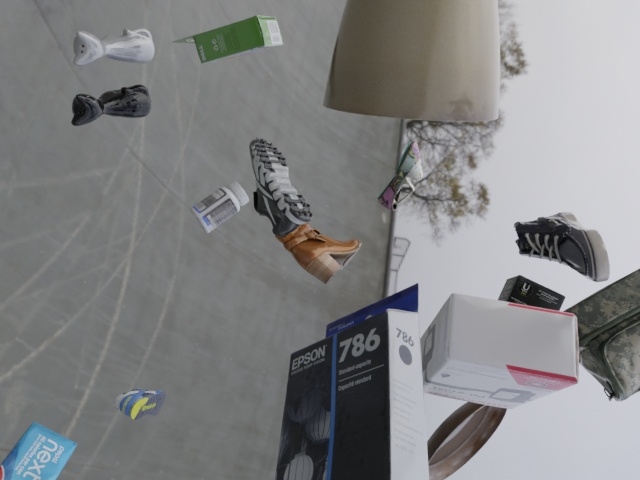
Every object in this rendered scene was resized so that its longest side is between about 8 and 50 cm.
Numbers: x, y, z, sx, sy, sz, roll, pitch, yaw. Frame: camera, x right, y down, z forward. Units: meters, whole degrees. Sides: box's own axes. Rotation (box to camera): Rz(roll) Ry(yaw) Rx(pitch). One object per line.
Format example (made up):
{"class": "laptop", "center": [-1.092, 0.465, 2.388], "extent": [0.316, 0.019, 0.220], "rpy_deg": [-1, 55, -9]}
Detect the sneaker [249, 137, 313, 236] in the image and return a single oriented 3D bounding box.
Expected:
{"class": "sneaker", "center": [-0.105, -0.104, 1.025], "extent": [0.106, 0.078, 0.234], "rpy_deg": [-45, -119, 32]}

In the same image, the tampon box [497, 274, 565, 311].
{"class": "tampon box", "center": [0.493, 0.184, 1.223], "extent": [0.161, 0.121, 0.101], "rpy_deg": [-62, 172, -7]}

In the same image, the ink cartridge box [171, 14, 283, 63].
{"class": "ink cartridge box", "center": [-0.198, -0.423, 1.077], "extent": [0.109, 0.210, 0.062], "rpy_deg": [-52, 131, -63]}

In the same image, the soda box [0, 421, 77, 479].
{"class": "soda box", "center": [-0.402, 0.340, 0.631], "extent": [0.067, 0.071, 0.210], "rpy_deg": [-48, -166, 20]}

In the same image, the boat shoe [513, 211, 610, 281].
{"class": "boat shoe", "center": [0.584, 0.021, 1.246], "extent": [0.340, 0.158, 0.127], "rpy_deg": [-55, 134, -71]}

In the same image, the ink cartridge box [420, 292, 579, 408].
{"class": "ink cartridge box", "center": [0.251, 0.177, 0.760], "extent": [0.237, 0.172, 0.100], "rpy_deg": [91, 10, -64]}

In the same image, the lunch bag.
{"class": "lunch bag", "center": [0.823, 0.249, 1.317], "extent": [0.256, 0.305, 0.212], "rpy_deg": [62, 3, 30]}

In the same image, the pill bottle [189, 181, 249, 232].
{"class": "pill bottle", "center": [-0.256, -0.087, 1.276], "extent": [0.137, 0.078, 0.078], "rpy_deg": [-37, 162, -17]}

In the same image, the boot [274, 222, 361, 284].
{"class": "boot", "center": [0.000, 0.000, 1.095], "extent": [0.073, 0.152, 0.197], "rpy_deg": [-53, 172, 28]}

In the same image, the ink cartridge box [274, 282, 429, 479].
{"class": "ink cartridge box", "center": [0.030, 0.194, 0.528], "extent": [0.165, 0.065, 0.332], "rpy_deg": [-33, -145, 35]}

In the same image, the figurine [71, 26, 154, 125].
{"class": "figurine", "center": [-0.478, -0.372, 1.130], "extent": [0.209, 0.092, 0.214], "rpy_deg": [-45, 154, -59]}

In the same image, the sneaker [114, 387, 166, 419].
{"class": "sneaker", "center": [-0.367, 0.330, 1.029], "extent": [0.144, 0.059, 0.053], "rpy_deg": [62, 44, -72]}

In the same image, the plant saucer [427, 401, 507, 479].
{"class": "plant saucer", "center": [0.374, 0.522, 1.335], "extent": [0.050, 0.311, 0.310], "rpy_deg": [44, -40, 40]}

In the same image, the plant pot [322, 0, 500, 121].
{"class": "plant pot", "center": [0.140, -0.320, 0.698], "extent": [0.256, 0.257, 0.273], "rpy_deg": [-77, 171, -69]}

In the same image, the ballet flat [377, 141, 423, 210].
{"class": "ballet flat", "center": [0.234, -0.171, 1.391], "extent": [0.077, 0.079, 0.221], "rpy_deg": [-42, 164, -49]}
